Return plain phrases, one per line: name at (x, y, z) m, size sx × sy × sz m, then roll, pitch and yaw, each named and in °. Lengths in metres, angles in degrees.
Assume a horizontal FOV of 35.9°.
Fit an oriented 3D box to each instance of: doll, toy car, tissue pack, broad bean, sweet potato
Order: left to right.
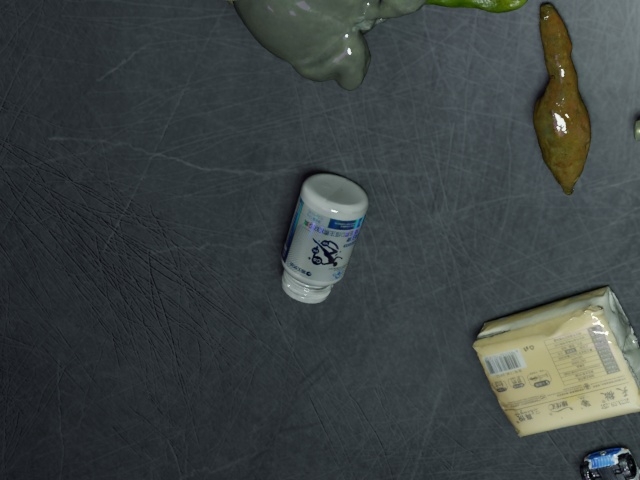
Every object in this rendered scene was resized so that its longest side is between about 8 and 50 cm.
doll at (-0.080, -0.337, 1.226) m, size 0.382 × 0.378 × 0.252 m, roll 44°, pitch 137°, yaw 14°
broad bean at (0.154, -0.330, 1.322) m, size 0.256 × 0.052 × 0.053 m, roll 4°, pitch 75°, yaw 25°
sweet potato at (0.318, -0.177, 1.315) m, size 0.075 × 0.075 × 0.269 m, roll -1°, pitch 113°, yaw 25°
tissue pack at (0.364, 0.185, 1.477) m, size 0.222 × 0.090 × 0.186 m, roll -23°, pitch 103°, yaw 31°
toy car at (0.478, 0.400, 1.550) m, size 0.080 × 0.070 × 0.170 m, roll -22°, pitch 104°, yaw 32°

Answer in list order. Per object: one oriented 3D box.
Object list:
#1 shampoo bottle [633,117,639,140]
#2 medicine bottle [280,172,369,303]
shampoo bottle at (0.482, -0.139, 1.256) m, size 0.162 × 0.079 × 0.079 m, roll 3°, pitch 117°, yaw 22°
medicine bottle at (0.000, 0.000, 1.533) m, size 0.107 × 0.107 × 0.191 m, roll 25°, pitch 123°, yaw 11°
